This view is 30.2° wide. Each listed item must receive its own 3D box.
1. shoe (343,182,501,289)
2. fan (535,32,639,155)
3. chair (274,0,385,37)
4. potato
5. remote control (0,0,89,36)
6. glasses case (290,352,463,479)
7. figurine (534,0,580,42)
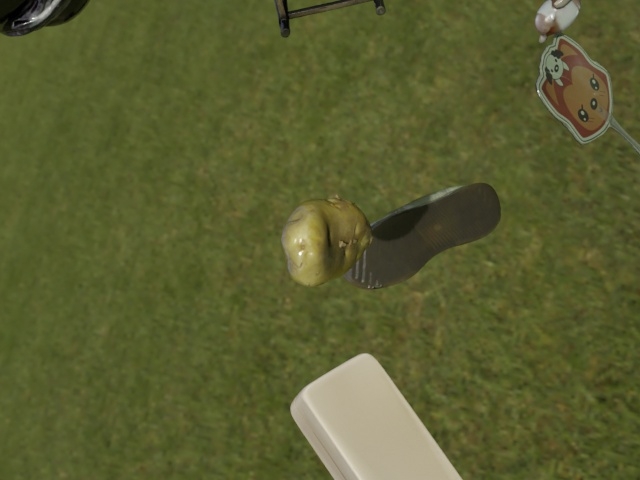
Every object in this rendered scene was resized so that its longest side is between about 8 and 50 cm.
[{"bbox_3d":[0.141,-0.011,1.795,0.098,0.275,0.103,12,121,63],"label":"shoe"},{"bbox_3d":[0.363,-0.174,1.558,0.009,0.220,0.132,-21,36,53],"label":"fan"},{"bbox_3d":[-0.005,-0.381,1.428,0.260,0.141,0.154,-97,-7,-51],"label":"chair"},{"bbox_3d":[0.000,0.000,1.255,0.070,0.138,0.091,8,103,32],"label":"potato"},{"bbox_3d":[-0.188,-0.144,0.575,0.066,0.266,0.090,9,103,28],"label":"remote control"},{"bbox_3d":[0.104,0.333,1.712,0.336,0.144,0.076,55,150,14],"label":"glasses case"},{"bbox_3d":[0.323,-0.320,1.422,0.103,0.260,0.205,37,132,34],"label":"figurine"}]
